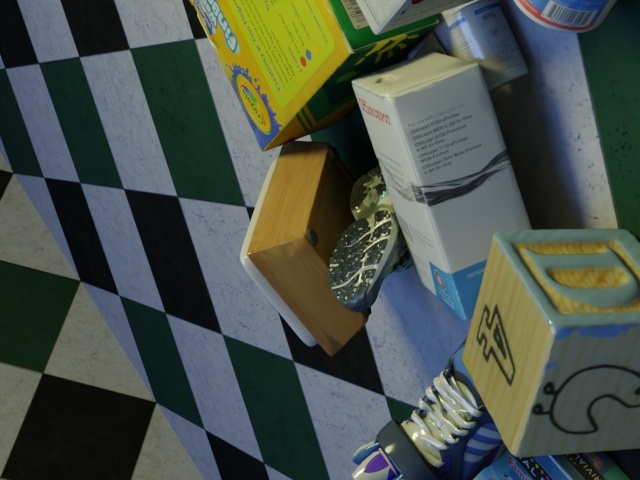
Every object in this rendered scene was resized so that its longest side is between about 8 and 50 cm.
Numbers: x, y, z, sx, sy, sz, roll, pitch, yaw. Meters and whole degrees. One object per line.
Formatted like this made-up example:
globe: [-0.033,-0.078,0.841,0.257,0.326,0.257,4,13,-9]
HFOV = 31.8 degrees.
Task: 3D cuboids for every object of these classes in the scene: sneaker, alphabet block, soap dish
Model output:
sneaker: [0.156,0.270,1.554,0.130,0.236,0.323,51,155,30]
sneaker: [0.102,0.008,1.651,0.110,0.283,0.122,-24,121,36]
alphabet block: [0.299,0.117,1.335,0.193,0.192,0.197,-110,23,-54]
soap dish: [0.000,0.000,1.747,0.118,0.291,0.229,-21,122,27]

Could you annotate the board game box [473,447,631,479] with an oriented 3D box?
board game box: [0.336,0.403,1.703,0.254,0.079,0.336,49,149,31]

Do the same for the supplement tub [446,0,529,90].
supplement tub: [0.210,-0.245,1.415,0.071,0.071,0.107,-23,90,64]

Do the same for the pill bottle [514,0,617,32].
pill bottle: [0.285,-0.329,1.150,0.124,0.124,0.221,56,151,20]

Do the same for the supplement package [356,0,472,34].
supplement package: [0.144,-0.370,1.296,0.149,0.194,0.203,62,154,7]

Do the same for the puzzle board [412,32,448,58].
puzzle board: [0.171,-0.215,1.579,0.128,0.011,0.096,59,152,12]

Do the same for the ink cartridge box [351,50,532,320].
ink cartridge box: [0.166,-0.080,1.479,0.223,0.129,0.308,-128,17,-73]

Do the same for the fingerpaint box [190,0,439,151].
fingerpaint box: [-0.058,-0.413,1.669,0.445,0.163,0.371,64,153,7]
